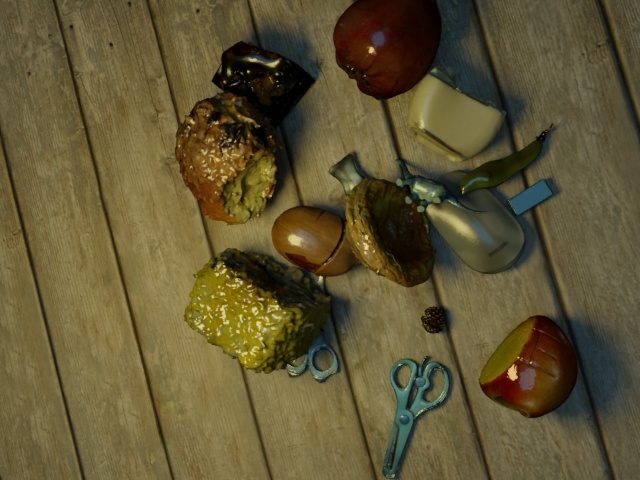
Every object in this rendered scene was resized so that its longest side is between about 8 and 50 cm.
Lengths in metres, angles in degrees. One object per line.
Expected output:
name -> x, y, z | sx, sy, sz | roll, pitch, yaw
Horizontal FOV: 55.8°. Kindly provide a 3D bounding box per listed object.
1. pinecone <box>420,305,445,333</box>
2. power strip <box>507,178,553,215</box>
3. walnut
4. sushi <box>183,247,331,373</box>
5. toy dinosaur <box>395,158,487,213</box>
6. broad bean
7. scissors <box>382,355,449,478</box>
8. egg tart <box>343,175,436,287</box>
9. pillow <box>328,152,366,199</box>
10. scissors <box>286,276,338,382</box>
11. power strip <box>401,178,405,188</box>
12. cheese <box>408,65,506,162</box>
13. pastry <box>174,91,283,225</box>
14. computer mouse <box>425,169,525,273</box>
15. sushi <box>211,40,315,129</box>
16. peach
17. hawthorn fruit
pinecone -> 0.337, 0.236, 1.791 | 0.077, 0.077, 0.083 | 29, 86, 11
power strip -> 0.604, -0.123, 1.749 | 0.123, 0.032, 0.056 | -33, 83, 11
walnut -> 0.000, 0.000, 1.806 | 0.298, 0.203, 0.203 | 18, 94, -5
sushi -> -0.181, 0.191, 1.769 | 0.397, 0.351, 0.240 | 30, 104, 24
toy dinosaur -> 0.301, -0.138, 1.723 | 0.329, 0.144, 0.076 | 36, 133, 30
broad bean -> 0.536, -0.218, 1.733 | 0.325, 0.067, 0.075 | -32, 96, -5
scissors -> 0.263, 0.534, 1.825 | 0.180, 0.032, 0.392 | 17, 93, 12
egg tart -> 0.181, -0.015, 1.717 | 0.150, 0.352, 0.352 | -36, 81, 40
pillow -> 0.090, -0.193, 1.851 | 0.091, 0.055, 0.135 | -41, 77, 41
scissors -> -0.019, 0.261, 1.890 | 0.191, 0.029, 0.360 | 9, 92, 14
power strip -> 0.238, -0.153, 1.833 | 0.017, 0.027, 0.083 | 37, 98, 13
cheese -> 0.383, -0.362, 1.728 | 0.266, 0.127, 0.233 | 29, 98, -9
pastry -> -0.279, -0.256, 1.787 | 0.292, 0.405, 0.337 | -32, 63, -22
computer mouse -> 0.445, -0.053, 1.757 | 0.197, 0.095, 0.331 | -42, 82, 5
sushi -> -0.187, -0.497, 1.836 | 0.227, 0.212, 0.215 | 43, 99, 10
peach -> 0.584, 0.344, 1.663 | 0.245, 0.249, 0.274 | 31, 82, -23
hawthorn fruit -> 0.192, -0.570, 1.718 | 0.308, 0.308, 0.324 | 28, 62, 11
